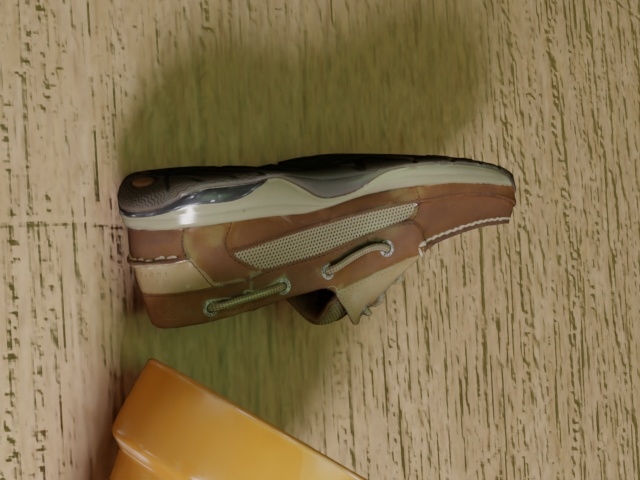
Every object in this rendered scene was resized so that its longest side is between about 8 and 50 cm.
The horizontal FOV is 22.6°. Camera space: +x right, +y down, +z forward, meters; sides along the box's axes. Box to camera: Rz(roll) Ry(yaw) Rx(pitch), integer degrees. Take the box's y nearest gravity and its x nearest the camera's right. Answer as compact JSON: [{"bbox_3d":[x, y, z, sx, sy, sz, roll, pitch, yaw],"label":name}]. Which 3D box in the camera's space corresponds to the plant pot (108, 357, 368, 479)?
[{"bbox_3d":[-0.070,0.207,1.043,0.205,0.205,0.188,35,81,-34],"label":"plant pot"}]

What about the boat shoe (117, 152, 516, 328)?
[{"bbox_3d":[0.000,0.000,1.164,0.324,0.122,0.119,-6,97,-33],"label":"boat shoe"}]
